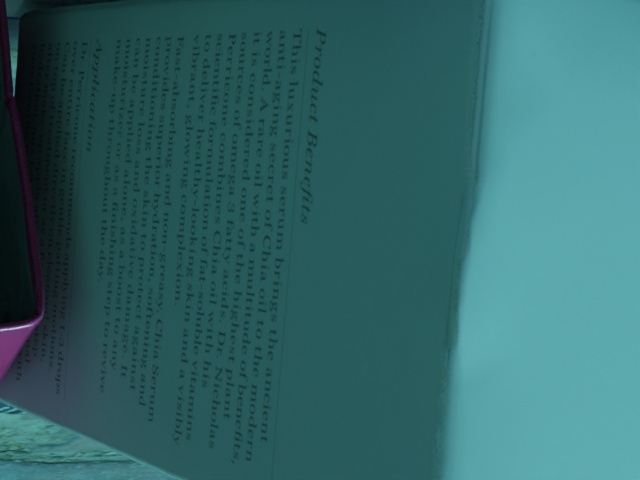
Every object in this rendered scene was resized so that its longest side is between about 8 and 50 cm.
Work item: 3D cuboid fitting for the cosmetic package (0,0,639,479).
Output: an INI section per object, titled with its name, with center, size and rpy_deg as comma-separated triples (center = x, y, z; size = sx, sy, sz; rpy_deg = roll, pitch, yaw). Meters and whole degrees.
[cosmetic package]
center = 0.000, 0.000, 0.837
size = 0.161, 0.230, 0.453
rpy_deg = 3, -177, -31

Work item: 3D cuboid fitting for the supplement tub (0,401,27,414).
[supplement tub]
center = -0.187, 0.033, 1.261
size = 0.272, 0.191, 0.191
rpy_deg = 9, 153, -41

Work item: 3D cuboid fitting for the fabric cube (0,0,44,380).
[fabric cube]
center = -0.313, -0.022, 0.954
size = 0.254, 0.259, 0.258
rpy_deg = -2, 159, -23

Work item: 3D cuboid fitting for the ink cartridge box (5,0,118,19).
[ink cartridge box]
center = -0.059, -0.176, 0.962
size = 0.206, 0.045, 0.208
rpy_deg = 3, 157, -32
